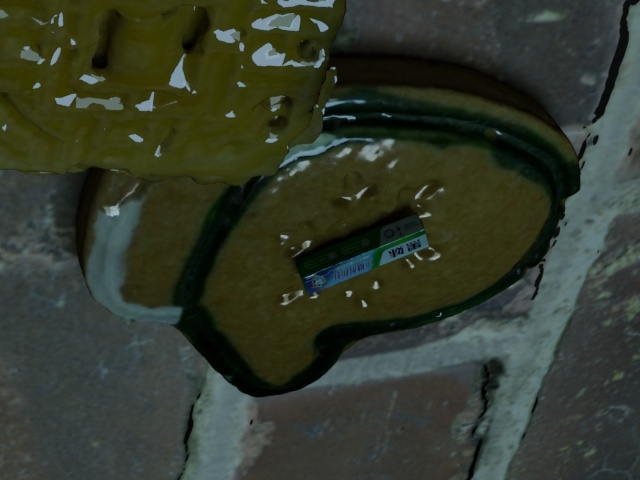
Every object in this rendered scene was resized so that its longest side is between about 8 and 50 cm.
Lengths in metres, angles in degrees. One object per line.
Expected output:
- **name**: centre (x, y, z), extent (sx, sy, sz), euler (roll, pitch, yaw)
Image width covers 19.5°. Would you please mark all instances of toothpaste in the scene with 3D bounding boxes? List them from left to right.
- **toothpaste**: centre (0.026, 0.008, 1.164), extent (0.083, 0.017, 0.020), euler (-21, 140, -3)

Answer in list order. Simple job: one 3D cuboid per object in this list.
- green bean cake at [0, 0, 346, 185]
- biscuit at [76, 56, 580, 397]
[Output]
- **green bean cake**: centre (-0.099, -0.133, 0.922), extent (0.224, 0.131, 0.230), euler (2, 138, -17)
- **biscuit**: centre (0.001, 0.001, 1.204), extent (0.343, 0.057, 0.287), euler (5, 133, -32)
